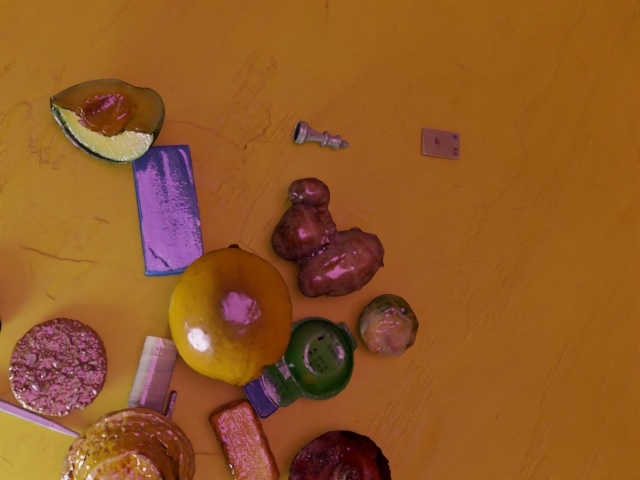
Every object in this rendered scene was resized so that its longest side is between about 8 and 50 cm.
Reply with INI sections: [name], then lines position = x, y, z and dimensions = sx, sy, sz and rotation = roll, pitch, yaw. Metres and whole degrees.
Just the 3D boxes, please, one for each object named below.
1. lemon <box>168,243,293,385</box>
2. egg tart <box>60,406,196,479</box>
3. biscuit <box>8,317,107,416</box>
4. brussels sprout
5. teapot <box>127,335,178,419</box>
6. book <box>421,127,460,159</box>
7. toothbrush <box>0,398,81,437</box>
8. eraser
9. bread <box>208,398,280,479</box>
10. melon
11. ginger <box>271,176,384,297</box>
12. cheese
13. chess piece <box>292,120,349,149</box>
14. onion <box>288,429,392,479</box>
[lemon]
position = -0.198, 0.165, 1.765
dimensions = 0.297, 0.297, 0.297
rotation = 3, 79, -17
[egg tart]
position = -0.407, 0.503, 1.681
dimensions = 0.294, 0.123, 0.294
rotation = -2, 100, -10
[biscuit]
position = -0.577, 0.279, 1.746
dimensions = 0.219, 0.033, 0.220
rotation = 4, 73, -13
[brussels sprout]
position = 0.165, 0.203, 1.957
dimensions = 0.149, 0.122, 0.152
rotation = 9, 113, -10
[teapot]
position = -0.369, 0.324, 1.790
dimensions = 0.107, 0.077, 0.200
rotation = 23, 73, -33
[book]
position = 0.327, -0.263, 2.147
dimensions = 0.111, 0.014, 0.077
rotation = 5, 77, -17
[toothbrush]
position = -0.609, 0.394, 1.722
dimensions = 0.342, 0.030, 0.025
rotation = 25, 69, -10
[eraser]
position = -0.363, -0.074, 1.879
dimensions = 0.144, 0.042, 0.312
rotation = -6, 82, -19
[bread]
position = -0.174, 0.473, 1.815
dimensions = 0.114, 0.083, 0.211
rotation = -20, 86, -15
[melon]
position = -0.471, -0.280, 1.845
dimensions = 0.265, 0.129, 0.169
rotation = 18, 45, 10
[ginger]
position = 0.000, 0.000, 1.920
dimensions = 0.244, 0.155, 0.304
rotation = -41, 94, -18
[cheese]
position = -0.041, 0.301, 1.878
dimensions = 0.320, 0.083, 0.204
rotation = -30, 90, -30
[chess piece]
position = 0.006, -0.261, 2.029
dimensions = 0.149, 0.059, 0.059
rotation = 14, 76, -21
[onion]
position = 0.049, 0.558, 1.799
dimensions = 0.252, 0.219, 0.252
rotation = 5, 70, -13
